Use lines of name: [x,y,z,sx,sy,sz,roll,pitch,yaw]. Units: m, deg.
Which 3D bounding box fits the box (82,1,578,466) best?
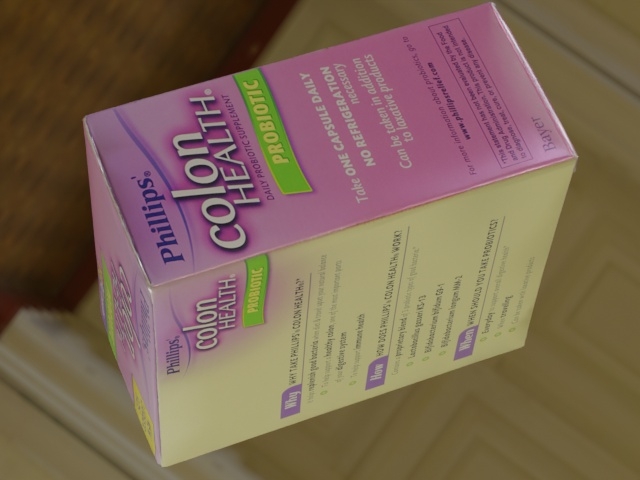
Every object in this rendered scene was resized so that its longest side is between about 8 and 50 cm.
box: [0.000,0.000,1.127,0.243,0.117,0.213,-18,151,-13]
